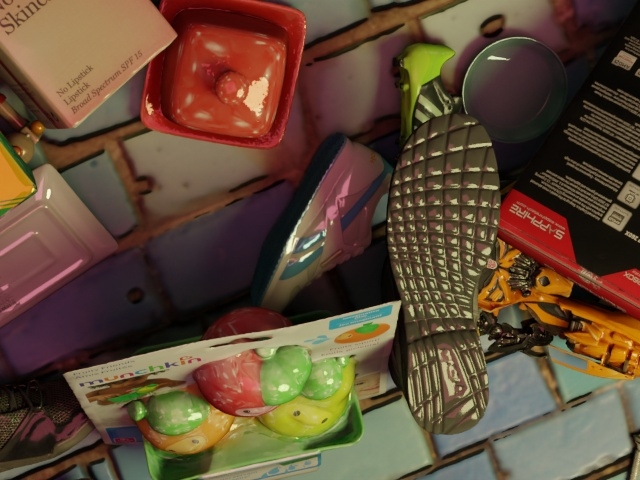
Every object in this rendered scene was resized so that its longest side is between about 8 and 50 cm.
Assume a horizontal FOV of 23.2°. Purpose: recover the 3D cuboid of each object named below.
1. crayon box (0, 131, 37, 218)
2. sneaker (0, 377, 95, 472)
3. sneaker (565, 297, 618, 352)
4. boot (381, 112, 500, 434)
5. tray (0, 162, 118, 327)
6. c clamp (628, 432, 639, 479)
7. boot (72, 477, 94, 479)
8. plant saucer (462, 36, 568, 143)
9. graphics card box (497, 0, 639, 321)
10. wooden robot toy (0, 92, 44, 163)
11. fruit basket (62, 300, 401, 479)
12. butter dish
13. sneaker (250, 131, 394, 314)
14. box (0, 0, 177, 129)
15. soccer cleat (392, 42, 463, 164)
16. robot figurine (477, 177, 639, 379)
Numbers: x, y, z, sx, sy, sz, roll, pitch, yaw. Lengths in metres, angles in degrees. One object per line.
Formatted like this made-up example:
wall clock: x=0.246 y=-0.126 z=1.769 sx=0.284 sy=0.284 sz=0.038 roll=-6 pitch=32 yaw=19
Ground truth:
crayon box: x=-0.414 y=-0.114 z=1.464 sx=0.165 sy=0.081 sz=0.278 roll=-36 pitch=108 yaw=-2
sneaker: x=-0.345 y=0.182 z=1.698 sx=0.227 sy=0.087 sz=0.130 roll=-19 pitch=131 yaw=2
sneaker: x=0.362 y=0.015 z=1.770 sx=0.108 sy=0.100 sz=0.271 roll=37 pitch=103 yaw=7
boot: x=0.107 y=0.024 z=1.664 sx=0.118 sy=0.223 sz=0.338 roll=2 pitch=100 yaw=-8
tray: x=-0.360 y=0.043 z=1.670 sx=0.270 sy=0.030 sz=0.145 roll=-34 pitch=130 yaw=3
c clamp: x=0.397 y=0.291 z=1.892 sx=0.137 sy=0.022 sz=0.161 roll=11 pitch=106 yaw=-12
boot: x=-0.283 y=0.406 z=1.809 sx=0.248 sy=0.090 sz=0.207 roll=-46 pitch=120 yaw=6
plant saucer: x=0.212 y=-0.167 z=1.717 sx=0.119 sy=0.021 sz=0.119 roll=-3 pitch=107 yaw=-8
graphics card box: x=0.373 y=-0.104 z=1.617 sx=0.232 sy=0.094 sz=0.371 roll=31 pitch=83 yaw=20
wooden robot toy: x=-0.329 y=-0.100 z=1.626 sx=0.076 sy=0.079 sz=0.173 roll=42 pitch=97 yaw=-18
fruit basket: x=-0.079 y=0.157 z=1.607 sx=0.327 sy=0.353 sz=0.165 roll=-12 pitch=77 yaw=-5
butter dish: x=-0.097 y=-0.168 z=1.619 sx=0.160 sy=0.118 sz=0.160 roll=9 pitch=107 yaw=-12
sneaker: x=0.000 y=0.000 z=1.706 sx=0.092 sy=0.087 sz=0.229 roll=27 pitch=104 yaw=-19
box: x=-0.279 y=-0.242 z=1.541 sx=0.148 sy=0.127 sz=0.232 roll=-44 pitch=108 yaw=-12
soccer cleat: x=0.118 y=-0.125 z=1.698 sx=0.072 sy=0.060 sz=0.179 roll=-4 pitch=106 yaw=-11
robot figurine: x=0.275 y=0.045 z=1.705 sx=0.291 sy=0.085 sz=0.211 roll=18 pitch=101 yaw=18
